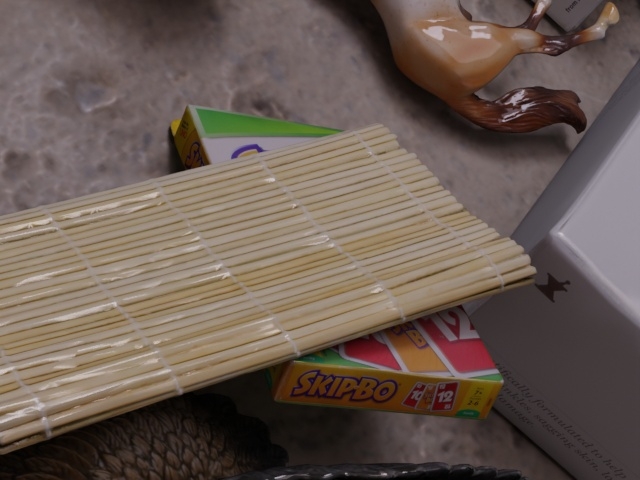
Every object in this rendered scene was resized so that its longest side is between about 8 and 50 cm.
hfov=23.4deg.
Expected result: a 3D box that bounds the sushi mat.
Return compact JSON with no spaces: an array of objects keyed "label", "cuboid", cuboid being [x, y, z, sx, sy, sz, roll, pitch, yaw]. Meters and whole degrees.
[{"label":"sushi mat","cuboid":[-0.049,0.010,0.781,0.316,0.019,0.151,-16,42,-33]}]

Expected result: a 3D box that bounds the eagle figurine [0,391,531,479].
[{"label":"eagle figurine","cuboid":[-0.082,0.151,0.708,0.226,0.225,0.298,41,61,12]}]

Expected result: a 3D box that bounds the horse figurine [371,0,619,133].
[{"label":"horse figurine","cuboid":[0.086,-0.172,1.052,0.174,0.066,0.263,-31,87,-14]}]

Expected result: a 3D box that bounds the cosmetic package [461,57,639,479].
[{"label":"cosmetic package","cuboid":[0.266,-0.008,1.013,0.217,0.156,0.385,43,52,1]}]

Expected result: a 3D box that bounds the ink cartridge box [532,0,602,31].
[{"label":"ink cartridge box","cuboid":[0.156,-0.323,1.167,0.273,0.115,0.198,42,50,0]}]

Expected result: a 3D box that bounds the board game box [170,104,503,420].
[{"label":"board game box","cuboid":[0.000,0.000,0.873,0.124,0.039,0.259,8,31,-26]}]
